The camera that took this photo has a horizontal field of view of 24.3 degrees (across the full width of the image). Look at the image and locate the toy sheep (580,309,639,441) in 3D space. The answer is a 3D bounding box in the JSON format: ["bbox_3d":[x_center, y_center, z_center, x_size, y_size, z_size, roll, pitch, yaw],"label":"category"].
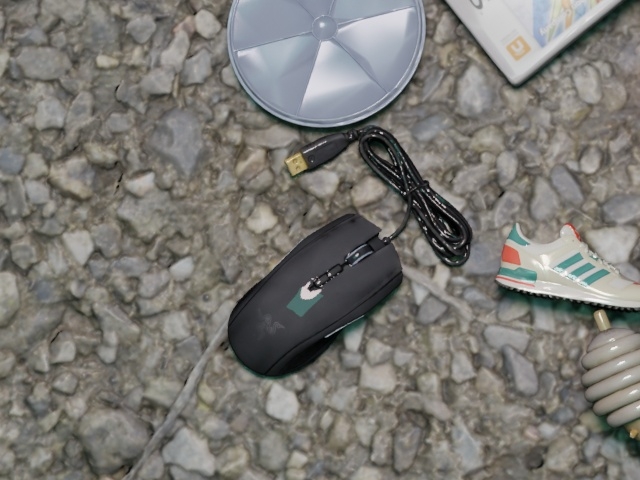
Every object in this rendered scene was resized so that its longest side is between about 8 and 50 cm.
[{"bbox_3d":[0.282,0.127,1.377,0.091,0.091,0.132,-27,78,2],"label":"toy sheep"}]

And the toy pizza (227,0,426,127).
[{"bbox_3d":[0.006,-0.210,1.495,0.201,0.032,0.201,-1,80,8],"label":"toy pizza"}]

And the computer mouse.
[{"bbox_3d":[0.000,0.000,1.446,0.262,0.060,0.184,-33,79,0],"label":"computer mouse"}]

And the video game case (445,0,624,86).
[{"bbox_3d":[0.225,-0.368,1.442,0.329,0.036,0.300,-39,84,13],"label":"video game case"}]

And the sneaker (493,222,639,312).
[{"bbox_3d":[0.250,0.023,1.414,0.161,0.057,0.075,10,87,11],"label":"sneaker"}]
